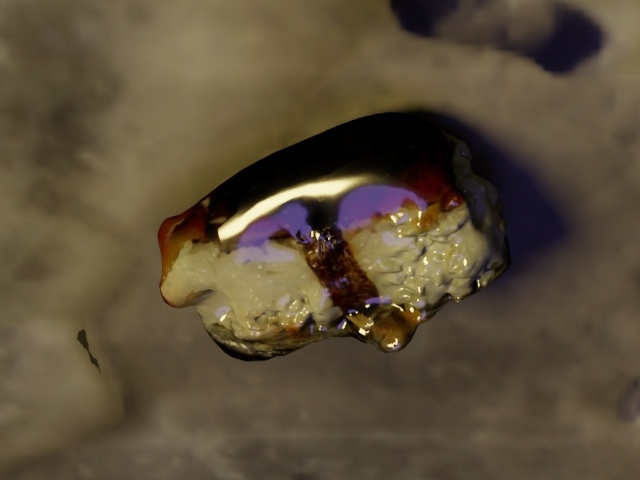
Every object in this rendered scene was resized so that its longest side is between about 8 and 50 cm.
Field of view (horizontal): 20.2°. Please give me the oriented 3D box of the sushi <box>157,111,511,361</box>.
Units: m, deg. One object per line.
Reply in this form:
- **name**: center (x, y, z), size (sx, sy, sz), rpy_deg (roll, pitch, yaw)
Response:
- **sushi**: center (0.000, 0.000, 0.424), size (0.083, 0.044, 0.046), rpy_deg (-21, 126, 17)
